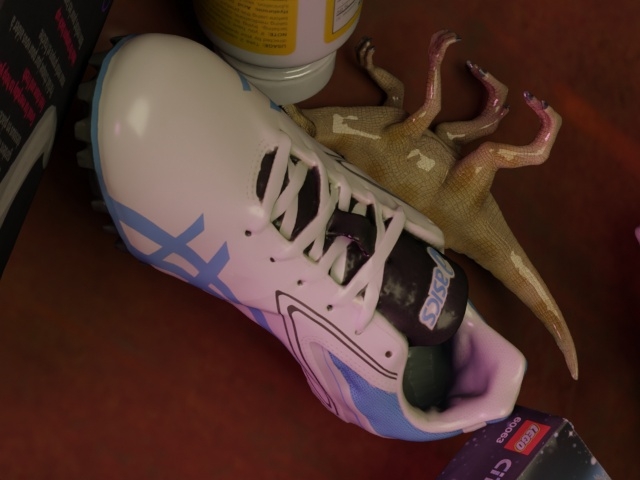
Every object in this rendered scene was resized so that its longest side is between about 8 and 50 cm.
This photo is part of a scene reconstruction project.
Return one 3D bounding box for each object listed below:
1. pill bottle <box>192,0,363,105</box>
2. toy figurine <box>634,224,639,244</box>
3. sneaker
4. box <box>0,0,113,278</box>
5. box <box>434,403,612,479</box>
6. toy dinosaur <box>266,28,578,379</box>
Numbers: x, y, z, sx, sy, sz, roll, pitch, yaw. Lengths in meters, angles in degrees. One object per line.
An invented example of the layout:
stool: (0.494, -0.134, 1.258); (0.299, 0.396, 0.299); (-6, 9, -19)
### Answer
pill bottle: (-0.015, -0.103, 0.637); (0.065, 0.065, 0.116); (-33, 152, -24)
toy figurine: (0.261, 0.027, 0.754); (0.210, 0.213, 0.148); (-20, 90, -28)
sneaker: (0.000, 0.000, 0.638); (0.237, 0.086, 0.085); (44, 53, -45)
box: (-0.148, -0.066, 0.509); (0.143, 0.165, 0.270); (20, 82, 0)
box: (0.054, 0.201, 0.686); (0.233, 0.044, 0.159); (-47, 116, -19)
toy dinosaur: (0.053, -0.026, 0.731); (0.183, 0.053, 0.092); (36, 92, -20)
